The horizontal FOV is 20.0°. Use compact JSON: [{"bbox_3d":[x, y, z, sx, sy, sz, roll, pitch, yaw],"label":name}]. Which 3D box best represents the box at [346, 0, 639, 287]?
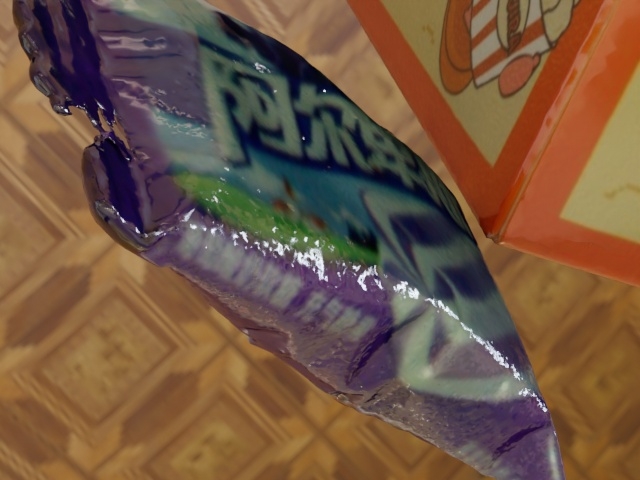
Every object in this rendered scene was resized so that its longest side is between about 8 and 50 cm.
[{"bbox_3d":[0.212,-0.143,0.818,0.318,0.349,0.257,18,113,-21],"label":"box"}]

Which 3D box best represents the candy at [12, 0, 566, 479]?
[{"bbox_3d":[0.000,0.000,0.586,0.070,0.145,0.275,-39,136,14],"label":"candy"}]
